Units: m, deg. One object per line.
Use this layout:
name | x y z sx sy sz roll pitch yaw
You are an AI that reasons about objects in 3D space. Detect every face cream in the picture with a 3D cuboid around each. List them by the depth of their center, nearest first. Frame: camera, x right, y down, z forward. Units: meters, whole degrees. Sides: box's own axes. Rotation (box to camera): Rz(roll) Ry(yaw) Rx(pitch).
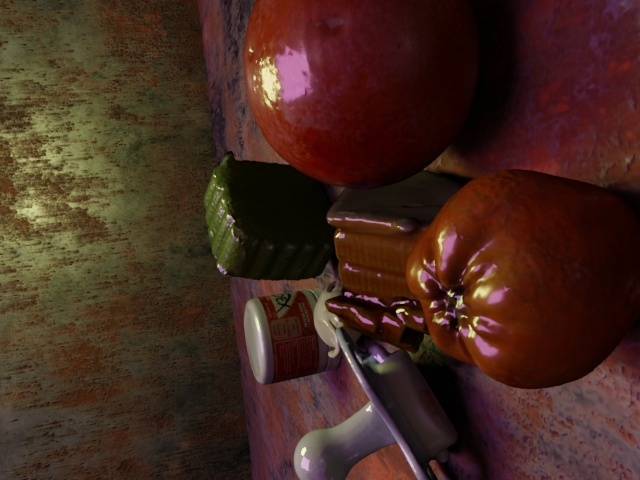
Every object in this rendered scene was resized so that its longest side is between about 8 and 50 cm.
face cream | -0.071 0.223 1.186 0.201 0.187 0.201 173 90 -72

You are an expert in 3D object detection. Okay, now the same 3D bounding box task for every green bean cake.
green bean cake | -0.108 -0.043 1.071 0.156 0.249 0.247 -60 40 42

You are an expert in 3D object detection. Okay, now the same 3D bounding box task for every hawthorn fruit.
hawthorn fruit | 0.169 0.025 0.415 0.189 0.189 0.189 172 90 -72

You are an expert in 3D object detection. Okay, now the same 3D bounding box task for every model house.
model house | 0.107 0.041 0.641 0.199 0.219 0.229 9 120 28

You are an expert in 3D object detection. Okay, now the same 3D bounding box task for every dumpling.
dumpling | 0.034 0.172 0.995 0.169 0.099 0.134 -119 25 -50

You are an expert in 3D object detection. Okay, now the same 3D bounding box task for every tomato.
tomato | 0.042 -0.180 0.561 0.265 0.264 0.265 172 90 -72

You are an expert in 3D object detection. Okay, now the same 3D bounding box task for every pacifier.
pacifier | 0.063 0.270 0.723 0.287 0.225 0.238 61 178 5
